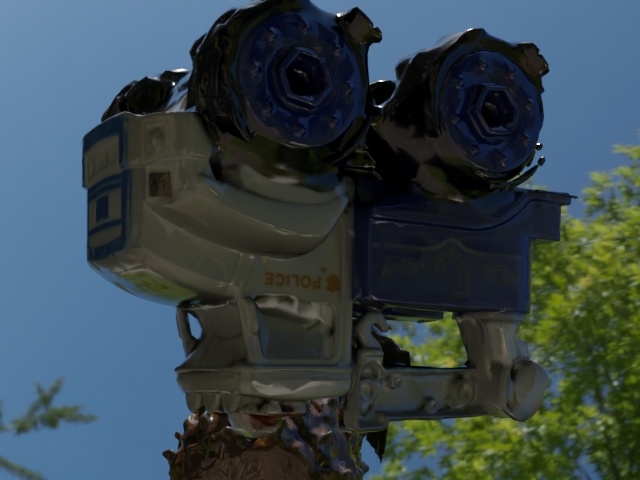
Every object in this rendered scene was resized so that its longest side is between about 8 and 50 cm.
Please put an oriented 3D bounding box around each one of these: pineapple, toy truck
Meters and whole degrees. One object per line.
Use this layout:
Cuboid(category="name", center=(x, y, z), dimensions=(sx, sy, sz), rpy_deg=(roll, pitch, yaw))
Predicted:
Cuboid(category="pineapple", center=(-0.004, 0.118, 0.930), dimensions=(0.165, 0.364, 0.165), rpy_deg=(7, -62, 14))
Cuboid(category="toy truck", center=(0.000, 0.000, 0.496), dimensions=(0.161, 0.213, 0.177), rpy_deg=(-13, -106, 61))
